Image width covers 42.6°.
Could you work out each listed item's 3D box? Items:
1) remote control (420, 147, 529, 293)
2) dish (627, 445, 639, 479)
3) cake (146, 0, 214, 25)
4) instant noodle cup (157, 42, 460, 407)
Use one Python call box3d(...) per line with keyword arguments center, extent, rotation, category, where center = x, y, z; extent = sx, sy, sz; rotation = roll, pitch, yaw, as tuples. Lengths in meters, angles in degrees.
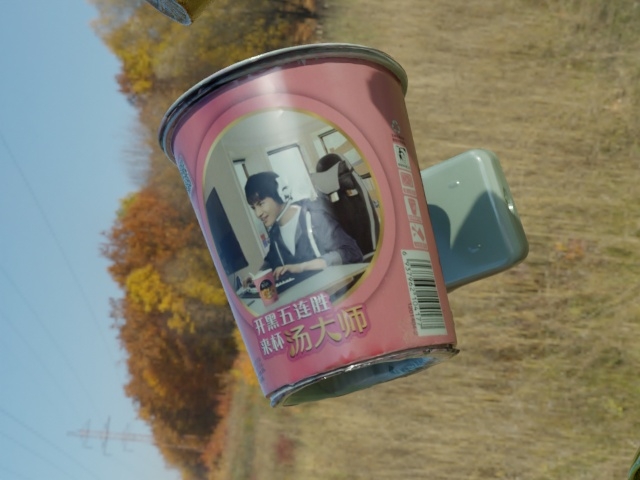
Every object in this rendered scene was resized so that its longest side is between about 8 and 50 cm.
box3d(center=(0.087, 0.008, 0.949), extent=(0.056, 0.296, 0.140), rotation=(-5, -105, -55), category="remote control")
box3d(center=(0.414, 0.241, 0.897), extent=(0.207, 0.149, 0.080), rotation=(109, -178, -50), category="dish")
box3d(center=(-0.132, -0.228, 0.717), extent=(0.044, 0.084, 0.084), rotation=(-56, 1, -4), category="cake")
box3d(center=(0.000, 0.000, 0.705), extent=(0.244, 0.244, 0.254), rotation=(105, 151, -72), category="instant noodle cup")
